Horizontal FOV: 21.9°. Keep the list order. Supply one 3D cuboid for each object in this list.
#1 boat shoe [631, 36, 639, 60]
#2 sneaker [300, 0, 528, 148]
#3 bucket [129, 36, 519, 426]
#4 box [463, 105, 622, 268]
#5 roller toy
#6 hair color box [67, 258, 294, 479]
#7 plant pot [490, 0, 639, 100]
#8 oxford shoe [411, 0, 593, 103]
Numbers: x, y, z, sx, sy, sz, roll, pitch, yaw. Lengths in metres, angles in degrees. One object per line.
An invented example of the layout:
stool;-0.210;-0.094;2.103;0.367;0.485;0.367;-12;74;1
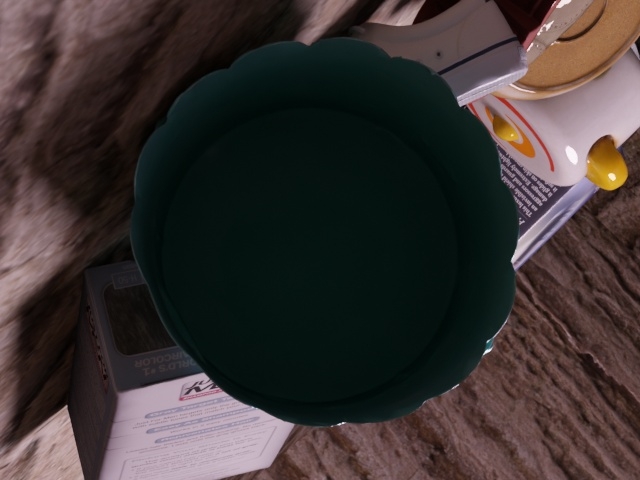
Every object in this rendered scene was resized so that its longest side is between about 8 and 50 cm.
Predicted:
boat shoe;0.347;-0.242;1.996;0.103;0.118;0.320;-15;-176;17
sneaker;0.039;-0.128;1.363;0.258;0.091;0.094;-23;173;-3
bucket;0.000;0.000;1.203;0.281;0.281;0.183;-44;180;-7
box;0.234;-0.072;2.152;0.294;0.183;0.296;-45;170;8
roller toy;0.242;-0.158;1.755;0.146;0.209;0.191;-43;-149;-7
hair color box;-0.118;0.124;1.474;0.185;0.113;0.374;-11;160;-15
plant pot;0.233;-0.224;1.552;0.236;0.032;0.236;-17;135;-19
oxford shoe;0.211;-0.263;1.399;0.348;0.123;0.130;-44;170;29
